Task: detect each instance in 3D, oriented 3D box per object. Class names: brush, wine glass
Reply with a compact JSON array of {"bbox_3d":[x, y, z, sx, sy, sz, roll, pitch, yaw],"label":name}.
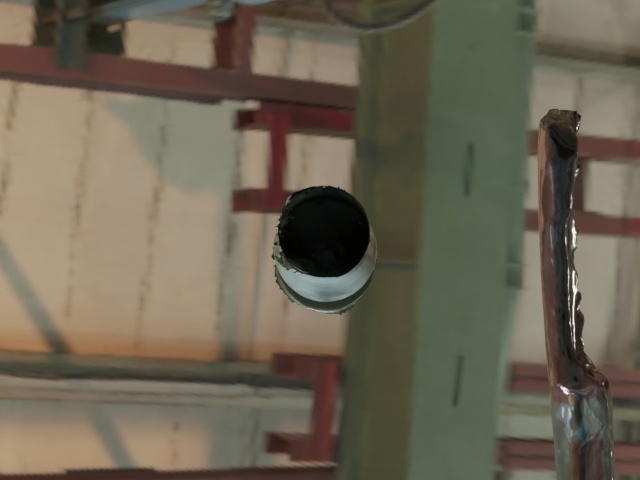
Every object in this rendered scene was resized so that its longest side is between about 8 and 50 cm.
[{"bbox_3d":[0.089,0.102,0.660,0.071,0.084,0.301,-6,-71,8],"label":"brush"},{"bbox_3d":[0.000,0.000,0.660,0.039,0.083,0.042,1,-99,3],"label":"wine glass"}]
